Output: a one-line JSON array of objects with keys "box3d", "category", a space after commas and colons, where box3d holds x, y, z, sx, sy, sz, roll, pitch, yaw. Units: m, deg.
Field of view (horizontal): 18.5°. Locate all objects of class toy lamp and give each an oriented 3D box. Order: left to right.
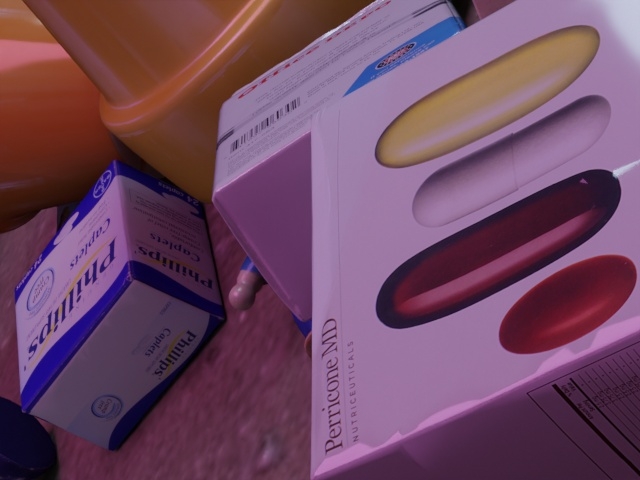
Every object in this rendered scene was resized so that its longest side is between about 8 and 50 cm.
[{"box3d": [-0.287, 0.228, 1.355, 0.275, 0.080, 0.080, -51, 29, 20], "category": "toy lamp"}]

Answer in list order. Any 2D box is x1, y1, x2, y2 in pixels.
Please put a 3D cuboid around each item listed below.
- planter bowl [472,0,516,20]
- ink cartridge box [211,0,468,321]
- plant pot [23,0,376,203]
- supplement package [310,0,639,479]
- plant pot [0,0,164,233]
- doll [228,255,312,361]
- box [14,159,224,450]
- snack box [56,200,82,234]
[{"box3d": [0.131, -0.124, 0.906, 0.109, 0.162, 0.162, -22, 39, 12], "category": "planter bowl"}, {"box3d": [0.024, -0.053, 0.978, 0.139, 0.082, 0.191, -33, 13, 8], "category": "ink cartridge box"}, {"box3d": [-0.083, -0.191, 1.177, 0.254, 0.239, 0.254, -42, 24, 24], "category": "plant pot"}, {"box3d": [0.118, 0.013, 0.735, 0.203, 0.149, 0.194, -28, 40, 25], "category": "supplement package"}, {"box3d": [-0.194, -0.105, 1.368, 0.188, 0.205, 0.205, 0, 62, 28], "category": "plant pot"}, {"box3d": [0.000, 0.000, 1.103, 0.129, 0.046, 0.189, -41, 31, 16], "category": "doll"}, {"box3d": [-0.133, 0.040, 1.271, 0.126, 0.072, 0.137, -50, 30, 22], "category": "box"}, {"box3d": [-0.167, -0.012, 1.431, 0.064, 0.022, 0.178, -44, 32, 27], "category": "snack box"}]
